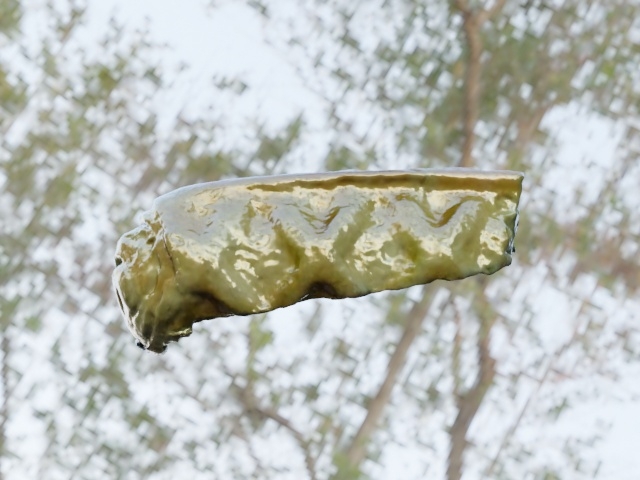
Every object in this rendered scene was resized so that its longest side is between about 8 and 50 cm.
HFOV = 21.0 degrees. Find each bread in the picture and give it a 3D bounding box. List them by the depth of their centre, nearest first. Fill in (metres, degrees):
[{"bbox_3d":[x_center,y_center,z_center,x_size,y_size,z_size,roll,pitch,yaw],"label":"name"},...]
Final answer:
[{"bbox_3d":[0.000,0.000,0.951,0.232,0.128,0.088,-10,-78,3],"label":"bread"}]
